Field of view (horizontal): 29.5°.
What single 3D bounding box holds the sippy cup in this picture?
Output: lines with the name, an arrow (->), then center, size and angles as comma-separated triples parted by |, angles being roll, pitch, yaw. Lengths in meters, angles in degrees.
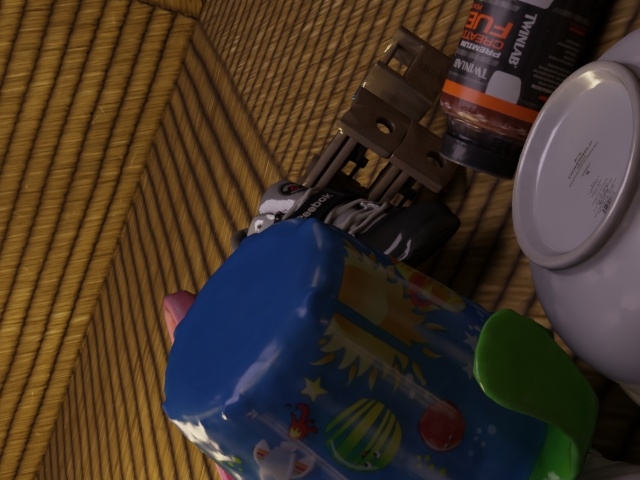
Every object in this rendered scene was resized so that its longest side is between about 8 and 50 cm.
sippy cup -> 0.023, 0.106, 0.840 | 0.305, 0.224, 0.240 | -42, 28, 21

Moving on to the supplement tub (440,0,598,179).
supplement tub -> 0.171, -0.157, 1.079 | 0.106, 0.106, 0.197 | -137, 64, -68

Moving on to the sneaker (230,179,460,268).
sneaker -> 0.000, 0.000, 1.203 | 0.330, 0.122, 0.146 | -27, 91, 53

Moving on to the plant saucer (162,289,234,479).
plant saucer -> -0.078, 0.203, 1.326 | 0.332, 0.084, 0.332 | 160, 90, -78

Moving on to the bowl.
bowl -> 0.222, -0.034, 0.815 | 0.298, 0.134, 0.297 | -165, 90, -71

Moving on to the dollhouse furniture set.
dollhouse furniture set -> 0.080, -0.106, 1.303 | 0.129, 0.129, 0.183 | -53, 5, 47

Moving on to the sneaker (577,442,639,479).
sneaker -> 0.182, 0.169, 0.867 | 0.212, 0.080, 0.094 | -39, 29, 60
